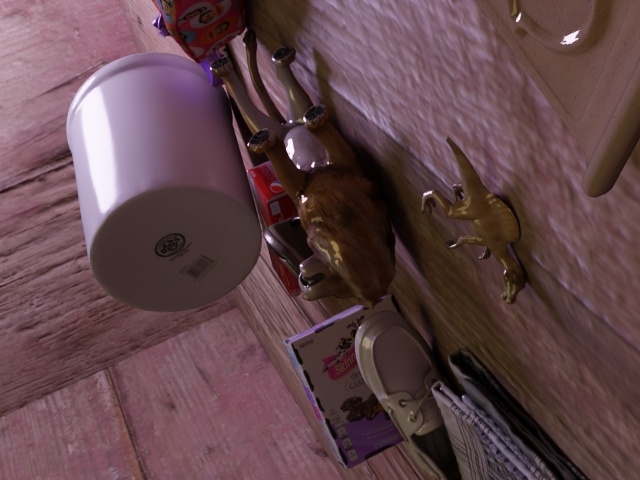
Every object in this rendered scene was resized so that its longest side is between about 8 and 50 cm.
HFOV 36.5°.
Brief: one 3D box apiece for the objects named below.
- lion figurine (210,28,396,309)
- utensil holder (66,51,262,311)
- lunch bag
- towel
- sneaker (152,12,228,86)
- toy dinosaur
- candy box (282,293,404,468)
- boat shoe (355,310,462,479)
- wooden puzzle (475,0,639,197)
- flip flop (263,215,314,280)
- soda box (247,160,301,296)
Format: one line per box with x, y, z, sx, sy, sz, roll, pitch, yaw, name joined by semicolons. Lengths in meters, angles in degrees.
-0.013;-0.102;1.246;0.240;0.142;0.392;56;-168;-39;lion figurine
-0.294;-0.108;1.797;0.386;0.327;0.328;-110;4;-45;utensil holder
-0.223;-0.408;1.396;0.258;0.120;0.293;55;177;4;lunch bag
0.238;0.318;1.103;0.312;0.056;0.324;50;161;54;towel
-0.240;-0.379;1.725;0.237;0.104;0.095;67;168;-14;sneaker
0.139;-0.031;0.869;0.092;0.053;0.183;16;140;55;toy dinosaur
0.062;0.197;1.379;0.196;0.164;0.070;65;169;-1;candy box
0.136;0.213;1.270;0.277;0.098;0.096;60;172;-27;boat shoe
0.111;-0.239;0.461;0.322;0.080;0.348;90;158;-65;wooden puzzle
0.000;0.000;1.352;0.112;0.080;0.277;50;-163;3;flip flop
-0.051;-0.021;1.659;0.092;0.083;0.263;56;165;39;soda box
